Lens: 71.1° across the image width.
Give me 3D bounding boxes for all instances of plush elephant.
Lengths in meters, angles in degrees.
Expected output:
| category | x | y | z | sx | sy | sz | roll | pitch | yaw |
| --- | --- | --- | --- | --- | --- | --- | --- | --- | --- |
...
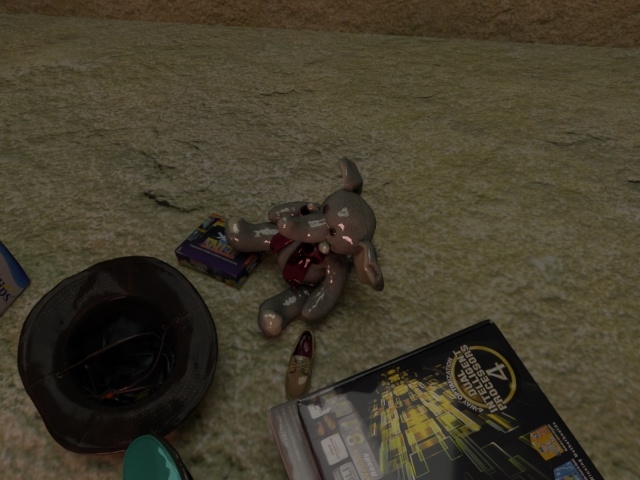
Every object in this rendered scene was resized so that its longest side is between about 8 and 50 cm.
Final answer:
| category | x | y | z | sx | sy | sz | roll | pitch | yaw |
| --- | --- | --- | --- | --- | --- | --- | --- | --- | --- |
| plush elephant | 0.000 | 0.000 | 0.866 | 0.330 | 0.255 | 0.271 | -9 | 63 | -17 |

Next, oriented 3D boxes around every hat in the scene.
| category | x | y | z | sx | sy | sz | roll | pitch | yaw |
| --- | --- | --- | --- | --- | --- | --- | --- | --- | --- |
| hat | -0.331 | 0.197 | 0.786 | 0.332 | 0.134 | 0.331 | 2 | 64 | -3 |

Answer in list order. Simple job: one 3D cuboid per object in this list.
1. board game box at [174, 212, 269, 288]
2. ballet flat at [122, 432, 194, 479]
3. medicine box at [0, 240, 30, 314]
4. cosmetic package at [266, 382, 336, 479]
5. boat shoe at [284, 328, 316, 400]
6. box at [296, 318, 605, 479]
| category | x | y | z | sx | sy | sz | roll | pitch | yaw |
| --- | --- | --- | --- | --- | --- | --- | --- | --- | --- |
| board game box | -0.217 | 0.019 | 1.017 | 0.170 | 0.048 | 0.141 | 20 | 48 | 19 |
| ballet flat | -0.191 | 0.400 | 0.608 | 0.095 | 0.096 | 0.280 | -32 | 55 | -10 |
| medicine box | -0.797 | 0.115 | 0.866 | 0.264 | 0.149 | 0.289 | 10 | 47 | 11 |
| cosmetic package | 0.052 | 0.294 | 0.702 | 0.238 | 0.107 | 0.127 | -20 | 52 | -13 |
| boat shoe | -0.037 | 0.222 | 0.814 | 0.050 | 0.045 | 0.135 | 4 | 46 | 5 |
| box | 0.185 | 0.331 | 0.558 | 0.318 | 0.097 | 0.394 | -19 | 57 | -11 |
